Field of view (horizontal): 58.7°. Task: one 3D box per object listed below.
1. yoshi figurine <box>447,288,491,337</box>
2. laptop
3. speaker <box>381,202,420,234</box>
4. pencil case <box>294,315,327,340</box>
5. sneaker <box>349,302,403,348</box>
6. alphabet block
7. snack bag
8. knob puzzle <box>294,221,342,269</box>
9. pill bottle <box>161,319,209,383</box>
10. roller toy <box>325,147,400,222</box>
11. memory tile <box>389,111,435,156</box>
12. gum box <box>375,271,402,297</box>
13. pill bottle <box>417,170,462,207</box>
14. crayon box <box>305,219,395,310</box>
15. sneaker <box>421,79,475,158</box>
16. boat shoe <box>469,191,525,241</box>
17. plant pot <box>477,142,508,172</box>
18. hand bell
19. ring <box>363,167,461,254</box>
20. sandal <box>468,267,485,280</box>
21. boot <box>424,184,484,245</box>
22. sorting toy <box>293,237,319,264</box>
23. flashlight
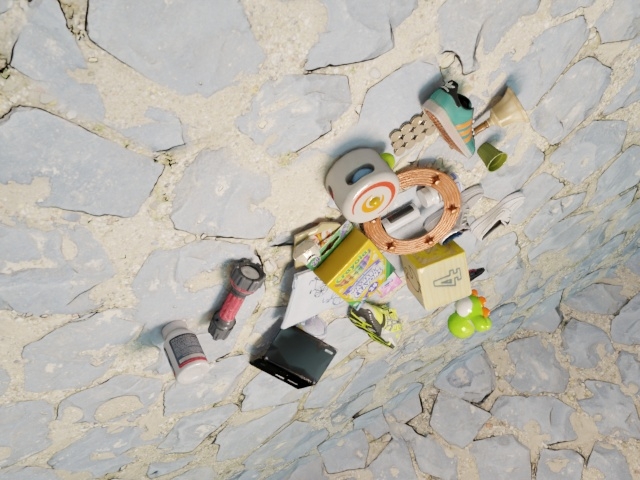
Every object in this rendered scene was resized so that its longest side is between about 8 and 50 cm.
[{"bbox_3d":[0.523,0.245,2.285,0.203,0.362,0.203,-25,147,-15],"label":"yoshi figurine"},{"bbox_3d":[-0.106,0.445,2.164,0.234,0.137,0.264,31,150,-12],"label":"laptop"},{"bbox_3d":[0.269,-0.073,1.940,0.136,0.055,0.055,-29,147,-7],"label":"speaker"},{"bbox_3d":[-0.073,0.409,2.210,0.124,0.113,0.273,9,130,-22],"label":"pencil case"},{"bbox_3d":[0.238,0.324,2.384,0.147,0.145,0.385,-61,147,-15],"label":"sneaker"},{"bbox_3d":[0.426,0.111,2.115,0.193,0.192,0.197,-21,119,-7],"label":"alphabet block"},{"bbox_3d":[0.014,0.165,2.015,0.342,0.037,0.323,-21,147,-31],"label":"snack bag"},{"bbox_3d":[0.000,0.000,1.824,0.213,0.030,0.213,-23,145,-17],"label":"knob puzzle"},{"bbox_3d":[-0.422,0.340,1.755,0.108,0.180,0.108,-23,146,-17],"label":"pill bottle"},{"bbox_3d":[0.122,-0.150,1.631,0.191,0.146,0.209,-4,137,-37],"label":"roller toy"},{"bbox_3d":[0.271,-0.317,1.669,0.148,0.012,0.113,-34,147,1],"label":"memory tile"},{"bbox_3d":[0.234,0.145,2.181,0.107,0.062,0.188,-38,147,7],"label":"gum box"},{"bbox_3d":[0.399,-0.169,1.908,0.137,0.078,0.078,-28,147,-9],"label":"pill bottle"},{"bbox_3d":[0.109,0.091,1.898,0.203,0.083,0.323,-47,144,0],"label":"crayon box"},{"bbox_3d":[0.404,-0.345,1.649,0.121,0.108,0.302,-48,143,6],"label":"sneaker"},{"bbox_3d":[0.725,-0.090,2.284,0.258,0.084,0.095,-39,146,8],"label":"boat shoe"},{"bbox_3d":[0.569,-0.284,1.906,0.083,0.079,0.083,-22,144,-17],"label":"plant pot"},{"bbox_3d":[0.507,-0.357,1.769,0.242,0.126,0.126,-31,149,19],"label":"hand bell"},{"bbox_3d":[0.305,-0.084,1.868,0.336,0.032,0.337,-7,128,-9],"label":"ring"},{"bbox_3d":[0.700,0.160,2.634,0.179,0.040,0.067,-21,153,-45],"label":"sandal"},{"bbox_3d":[0.513,-0.084,2.072,0.258,0.123,0.095,-37,147,4],"label":"boot"},{"bbox_3d":[-0.039,0.040,1.757,0.083,0.045,0.075,-36,134,3],"label":"sorting toy"},{"bbox_3d":[-0.271,0.195,1.773,0.103,0.103,0.304,-1,134,-41],"label":"flashlight"}]
